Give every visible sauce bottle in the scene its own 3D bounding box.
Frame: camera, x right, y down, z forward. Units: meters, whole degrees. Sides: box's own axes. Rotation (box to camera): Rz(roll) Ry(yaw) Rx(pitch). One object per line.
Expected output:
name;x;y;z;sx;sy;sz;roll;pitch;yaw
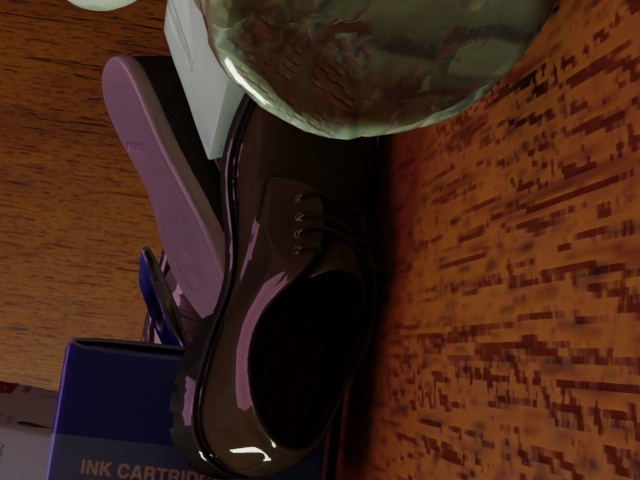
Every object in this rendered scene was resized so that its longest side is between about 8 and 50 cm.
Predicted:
sauce bottle;-0.013;-0.177;0.502;0.344;0.111;0.111;-107;23;-46

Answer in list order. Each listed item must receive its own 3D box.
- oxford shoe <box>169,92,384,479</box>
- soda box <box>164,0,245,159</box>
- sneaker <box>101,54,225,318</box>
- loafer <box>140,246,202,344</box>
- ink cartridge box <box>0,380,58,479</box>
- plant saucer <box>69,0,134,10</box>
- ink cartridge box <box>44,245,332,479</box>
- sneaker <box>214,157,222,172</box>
oxford shoe;0.000;0.000;0.643;0.096;0.083;0.227;-15;62;57
soda box;-0.023;-0.140;0.744;0.286;0.091;0.098;122;131;-73
sneaker;-0.083;-0.052;1.291;0.104;0.147;0.295;-36;75;57
loafer;-0.134;0.061;1.473;0.111;0.112;0.319;92;-176;-70
ink cartridge box;-0.193;0.199;1.128;0.197;0.273;0.114;-152;74;-83
plant saucer;-0.066;-0.335;0.895;0.400;0.101;0.400;-28;56;52
ink cartridge box;-0.090;0.211;0.785;0.270;0.151;0.395;123;156;-74
sneaker;-0.046;-0.161;1.232;0.118;0.083;0.222;-42;-44;-67
